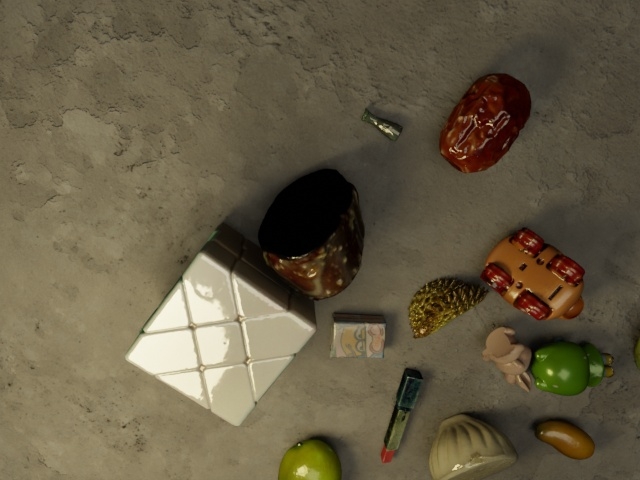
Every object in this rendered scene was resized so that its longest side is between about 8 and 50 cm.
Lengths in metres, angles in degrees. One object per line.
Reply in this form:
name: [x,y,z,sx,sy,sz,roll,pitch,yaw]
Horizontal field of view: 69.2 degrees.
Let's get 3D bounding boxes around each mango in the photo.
mango: [0.759,0.614,1.443,0.184,0.085,0.102,25,105,1]
mango: [-0.038,0.727,1.390,0.186,0.149,0.272,10,108,-8]

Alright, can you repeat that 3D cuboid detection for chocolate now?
chocolate: [0.000,0.000,1.137,0.225,0.340,0.210,-11,127,23]

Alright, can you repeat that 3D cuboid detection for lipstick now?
lipstick: [0.240,0.540,1.411,0.051,0.051,0.311,12,105,-7]

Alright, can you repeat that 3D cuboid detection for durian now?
durian: [0.352,0.188,1.319,0.252,0.144,0.139,-38,141,-1]

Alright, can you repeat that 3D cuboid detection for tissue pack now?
tissue pack: [0.106,0.275,1.329,0.155,0.065,0.115,2,105,-5]

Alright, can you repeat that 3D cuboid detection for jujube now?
jujube: [0.409,-0.290,1.156,0.174,0.174,0.250,36,96,-11]

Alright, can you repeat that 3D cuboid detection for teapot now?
teapot: [0.157,-0.302,1.204,0.111,0.043,0.042,29,100,-5]

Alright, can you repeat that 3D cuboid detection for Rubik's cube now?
Rubik's cube: [-0.226,0.190,1.161,0.319,0.316,0.321,36,98,-10]

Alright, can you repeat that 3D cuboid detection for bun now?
bun: [0.433,0.615,1.391,0.263,0.175,0.263,-10,141,-8]

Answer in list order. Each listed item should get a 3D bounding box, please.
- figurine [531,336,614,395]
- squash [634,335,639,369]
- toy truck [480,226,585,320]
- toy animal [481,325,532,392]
figurine: [0.738,0.369,1.358,0.264,0.143,0.162,2,94,-15]
squash: [0.990,0.312,1.387,0.090,0.075,0.200,-12,127,18]
toy truck: [0.591,0.110,1.274,0.265,0.239,0.189,44,100,29]
toy animal: [0.562,0.345,1.358,0.124,0.124,0.212,-39,124,6]
